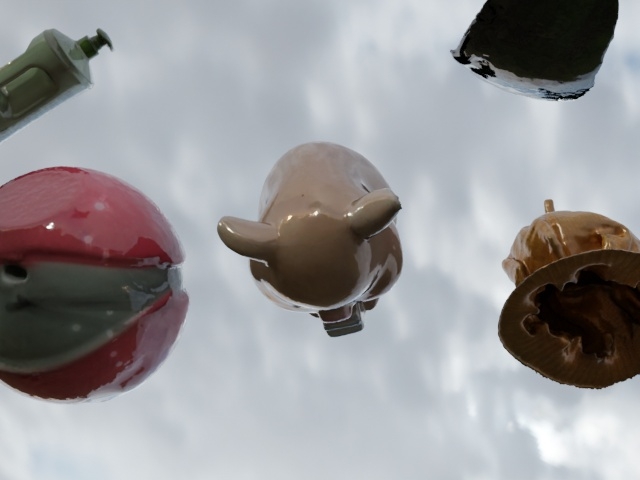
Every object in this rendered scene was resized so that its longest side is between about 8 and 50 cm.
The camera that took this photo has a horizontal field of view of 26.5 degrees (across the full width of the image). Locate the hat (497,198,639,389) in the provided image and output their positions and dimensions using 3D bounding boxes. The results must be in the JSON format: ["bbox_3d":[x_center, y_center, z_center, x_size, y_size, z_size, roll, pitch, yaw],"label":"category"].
[{"bbox_3d":[0.315,0.019,1.651,0.244,0.233,0.233,-24,-50,10],"label":"hat"}]

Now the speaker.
[{"bbox_3d":[-0.304,0.064,1.658,0.294,0.294,0.294,20,-43,20],"label":"speaker"}]

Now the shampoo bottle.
[{"bbox_3d":[-0.381,-0.212,1.808,0.087,0.234,0.118,60,3,23],"label":"shampoo bottle"}]

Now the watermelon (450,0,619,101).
[{"bbox_3d":[0.185,-0.193,1.150,0.123,0.129,0.301,18,-13,1],"label":"watermelon"}]

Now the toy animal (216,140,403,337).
[{"bbox_3d":[0.000,0.003,1.552,0.195,0.256,0.213,-13,-65,3],"label":"toy animal"}]
